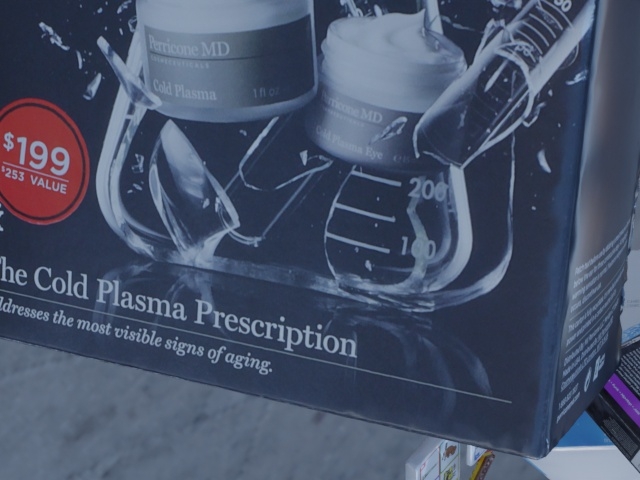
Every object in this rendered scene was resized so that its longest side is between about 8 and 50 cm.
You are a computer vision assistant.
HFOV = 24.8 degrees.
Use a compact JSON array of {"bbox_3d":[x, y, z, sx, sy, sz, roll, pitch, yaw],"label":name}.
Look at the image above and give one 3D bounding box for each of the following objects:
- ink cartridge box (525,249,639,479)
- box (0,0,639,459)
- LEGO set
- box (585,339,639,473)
[{"bbox_3d":[0.388,0.174,1.895,0.198,0.197,0.270,41,51,-49],"label":"ink cartridge box"},{"bbox_3d":[-0.004,-0.087,0.783,0.179,0.343,0.312,-24,120,-64],"label":"box"},{"bbox_3d":[0.071,0.209,1.075,0.182,0.060,0.244,-43,147,-28],"label":"LEGO set"},{"bbox_3d":[0.284,0.122,1.117,0.162,0.116,0.029,-21,149,-34],"label":"box"}]
